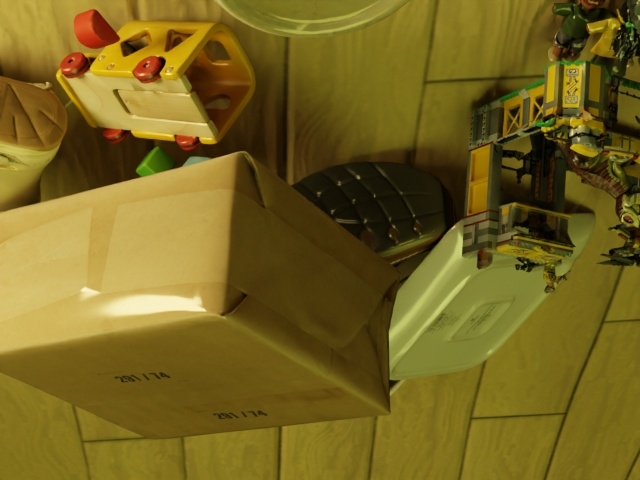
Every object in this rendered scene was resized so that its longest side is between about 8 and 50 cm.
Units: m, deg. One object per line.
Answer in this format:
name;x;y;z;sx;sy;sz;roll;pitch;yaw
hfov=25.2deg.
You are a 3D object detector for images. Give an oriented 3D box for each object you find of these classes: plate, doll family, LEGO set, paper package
plate;0.175;0.078;1.667;0.278;0.045;0.277;-2;139;-47
doll family;0.322;-0.201;1.407;0.193;0.076;0.111;0;140;-17
LEGO set;0.301;-0.040;1.468;0.331;0.192;0.255;14;165;-34
paper package;-0.129;0.072;1.439;0.324;0.168;0.309;-12;150;32

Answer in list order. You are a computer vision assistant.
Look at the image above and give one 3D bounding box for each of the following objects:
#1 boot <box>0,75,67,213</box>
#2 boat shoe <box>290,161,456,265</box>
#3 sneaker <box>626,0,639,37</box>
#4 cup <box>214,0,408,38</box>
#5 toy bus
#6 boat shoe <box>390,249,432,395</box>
boot;-0.392;-0.104;1.419;0.261;0.095;0.203;15;151;-11
boat shoe;0.000;0.000;1.616;0.324;0.123;0.120;-11;151;21
sneaker;0.319;-0.287;1.206;0.122;0.110;0.283;-2;134;3
cup;-0.012;-0.295;1.078;0.331;0.237;0.331;-4;144;-3
toy bus;-0.161;-0.158;1.361;0.202;0.104;0.191;34;151;-2
boat shoe;0.110;0.113;1.801;0.096;0.088;0.267;11;142;-22
